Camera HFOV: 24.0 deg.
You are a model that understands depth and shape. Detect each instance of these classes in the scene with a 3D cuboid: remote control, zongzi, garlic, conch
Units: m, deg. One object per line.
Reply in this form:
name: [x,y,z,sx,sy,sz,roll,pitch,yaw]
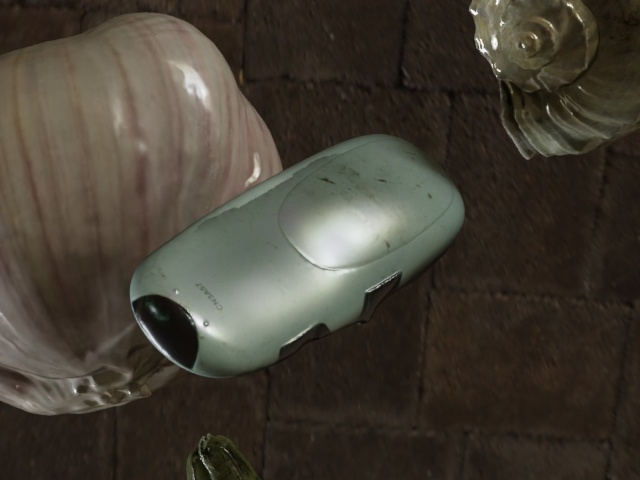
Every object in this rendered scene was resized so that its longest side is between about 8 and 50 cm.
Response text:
remote control: [-0.001,0.002,0.813,0.097,0.256,0.045,45,133,11]
zongzi: [-0.086,0.207,1.078,0.113,0.052,0.104,-38,96,1]
garlic: [-0.173,-0.008,1.063,0.317,0.317,0.259,-11,75,0]
conch: [0.166,-0.125,0.916,0.130,0.207,0.155,41,123,15]
